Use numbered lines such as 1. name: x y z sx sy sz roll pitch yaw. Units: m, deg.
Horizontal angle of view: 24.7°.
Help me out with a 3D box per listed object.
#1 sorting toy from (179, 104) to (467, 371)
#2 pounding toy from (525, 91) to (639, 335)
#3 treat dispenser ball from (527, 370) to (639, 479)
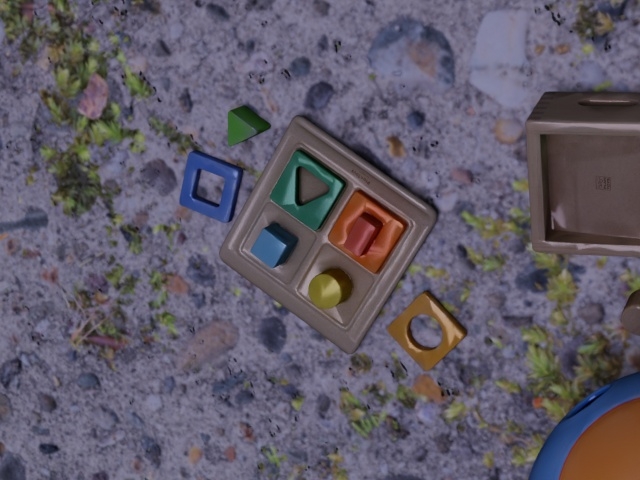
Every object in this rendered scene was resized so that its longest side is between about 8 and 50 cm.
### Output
1. sorting toy: 0.000 0.000 1.481 0.348 0.047 0.196 36 117 12
2. pounding toy: 0.287 -0.025 1.314 0.181 0.094 0.206 3 115 20
3. treat dispenser ball: 0.318 0.252 1.263 0.288 0.288 0.288 8 108 24
